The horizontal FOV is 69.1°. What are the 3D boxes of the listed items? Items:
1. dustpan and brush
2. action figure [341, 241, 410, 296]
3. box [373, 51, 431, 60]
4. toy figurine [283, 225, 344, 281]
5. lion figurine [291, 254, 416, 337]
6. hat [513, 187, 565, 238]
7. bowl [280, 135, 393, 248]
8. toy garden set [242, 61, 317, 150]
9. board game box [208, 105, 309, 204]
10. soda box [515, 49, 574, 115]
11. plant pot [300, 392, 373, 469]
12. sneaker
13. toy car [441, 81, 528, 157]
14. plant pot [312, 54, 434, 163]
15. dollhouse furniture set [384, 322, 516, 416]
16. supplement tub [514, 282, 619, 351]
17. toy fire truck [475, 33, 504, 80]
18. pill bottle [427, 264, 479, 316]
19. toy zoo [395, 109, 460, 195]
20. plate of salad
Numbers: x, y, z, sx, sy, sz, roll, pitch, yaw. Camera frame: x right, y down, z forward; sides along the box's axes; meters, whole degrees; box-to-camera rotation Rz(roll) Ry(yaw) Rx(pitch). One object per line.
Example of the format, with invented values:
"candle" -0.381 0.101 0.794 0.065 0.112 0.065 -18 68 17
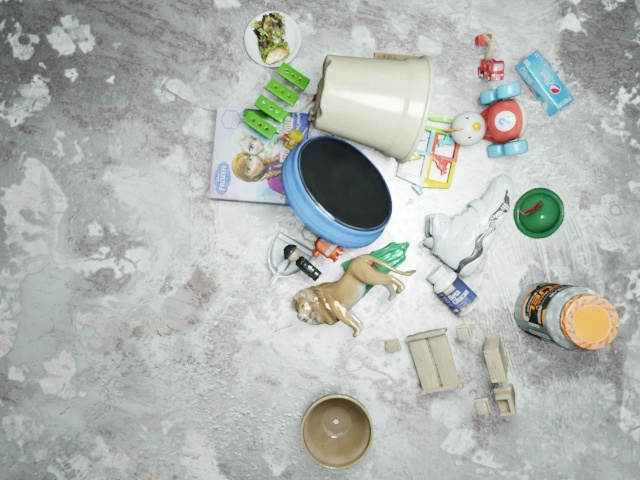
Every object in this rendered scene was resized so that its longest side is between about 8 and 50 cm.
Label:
"dustpan and brush" -0.132 0.093 1.578 0.147 0.060 0.211 30 88 1
"action figure" 0.204 0.073 1.573 0.232 0.063 0.137 -33 90 5
"box" 0.280 -0.564 1.618 0.201 0.021 0.165 5 88 0
"toy figurine" 0.000 0.000 1.499 0.148 0.213 0.210 40 47 -2
"lion figurine" 0.097 0.158 1.501 0.240 0.142 0.392 45 106 9
"hat" 0.745 -0.089 1.519 0.208 0.183 0.173 -40 89 -1
"bowl" 0.064 -0.163 1.455 0.390 0.077 0.392 19 51 -25
"toy garden set" -0.105 -0.430 1.540 0.203 0.049 0.244 33 82 -2
"board game box" -0.205 -0.284 1.587 0.317 0.066 0.319 4 87 0
"soda box" 0.765 -0.536 1.590 0.067 0.071 0.210 -35 88 0
"plant pot" 0.052 0.617 1.536 0.237 0.110 0.238 0 88 -1
"sneaker" 0.480 -0.081 1.542 0.210 0.137 0.366 26 92 -2
"toy car" 0.517 -0.370 1.507 0.237 0.210 0.219 -13 99 -7
"plant pot" 0.143 -0.430 1.438 0.305 0.334 0.334 9 88 -8
"dollhouse furniture set" 0.440 0.435 1.571 0.355 0.173 0.304 -16 88 24
"supplement tub" 0.755 0.233 1.443 0.193 0.316 0.194 0 88 0
"toy fire truck" 0.568 -0.617 1.561 0.047 0.192 0.135 -5 117 1
"pill bottle" 0.441 0.165 1.557 0.094 0.094 0.169 -45 88 -1
"toy zoo" 0.376 -0.298 1.604 0.192 0.030 0.294 13 88 1
"plate of salad" -0.167 -0.704 1.611 0.199 0.048 0.200 0 88 1
